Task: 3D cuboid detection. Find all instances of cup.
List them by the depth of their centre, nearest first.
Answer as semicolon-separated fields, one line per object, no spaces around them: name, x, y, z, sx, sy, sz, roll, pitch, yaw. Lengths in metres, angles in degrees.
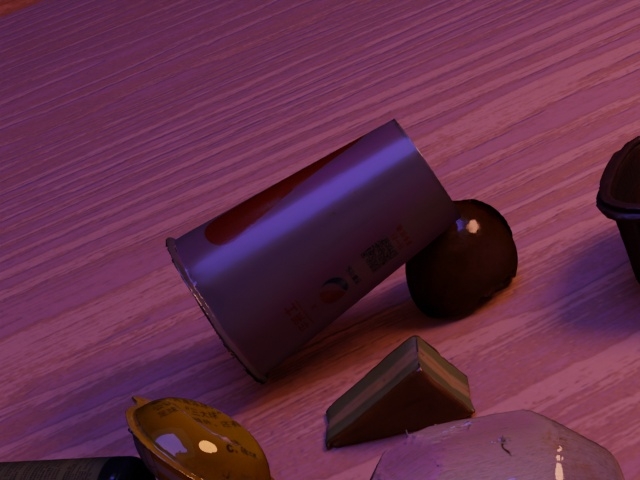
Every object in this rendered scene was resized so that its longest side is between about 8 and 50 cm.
cup;0.000;0.000;1.509;0.288;0.203;0.203;-34;28;4

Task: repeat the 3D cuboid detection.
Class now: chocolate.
chocolate;0.159;0.028;1.574;0.124;0.127;0.133;-32;25;46

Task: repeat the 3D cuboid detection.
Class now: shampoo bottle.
shampoo bottle;-0.306;0.272;1.359;0.284;0.101;0.101;-6;30;18

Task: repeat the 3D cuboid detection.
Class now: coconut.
coconut;0.125;0.247;1.057;0.230;0.227;0.227;-10;28;3

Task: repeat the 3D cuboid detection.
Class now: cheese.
cheese;-0.095;0.224;1.307;0.270;0.177;0.069;36;98;42

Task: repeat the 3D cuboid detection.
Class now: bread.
bread;0.080;0.178;1.419;0.139;0.084;0.074;-42;23;18

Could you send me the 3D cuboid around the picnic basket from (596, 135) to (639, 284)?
picnic basket;0.460;-0.031;1.470;0.297;0.129;0.222;0;30;26
